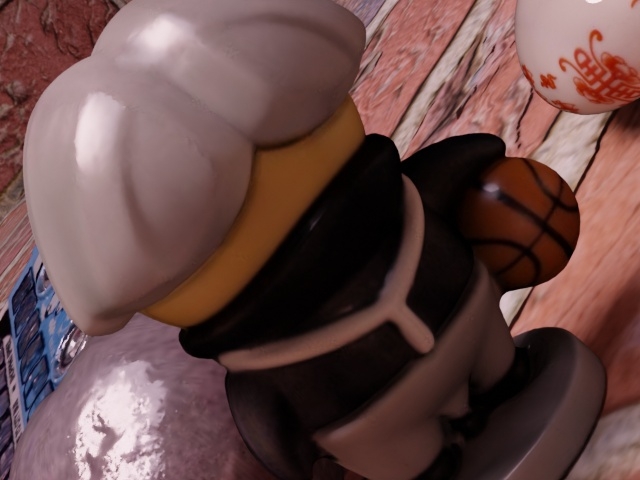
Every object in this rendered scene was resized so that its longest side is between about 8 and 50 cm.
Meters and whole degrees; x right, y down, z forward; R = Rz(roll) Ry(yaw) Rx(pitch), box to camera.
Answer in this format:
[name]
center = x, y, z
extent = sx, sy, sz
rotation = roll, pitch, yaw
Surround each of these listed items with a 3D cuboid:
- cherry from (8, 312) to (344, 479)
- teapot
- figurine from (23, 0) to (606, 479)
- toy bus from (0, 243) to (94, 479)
[cherry]
center = -0.061, 0.112, 0.786
extent = 0.176, 0.140, 0.176
rotation = -31, 44, 35
[teapot]
center = 0.165, -0.135, 0.879
extent = 0.159, 0.116, 0.245
rotation = -56, 5, 17
[figurine]
center = 0.000, 0.000, 0.681
extent = 0.176, 0.236, 0.133
rotation = -52, 16, -17
[toy bus]
center = -0.139, 0.089, 1.065
extent = 0.131, 0.106, 0.297
rotation = -58, 21, 11
